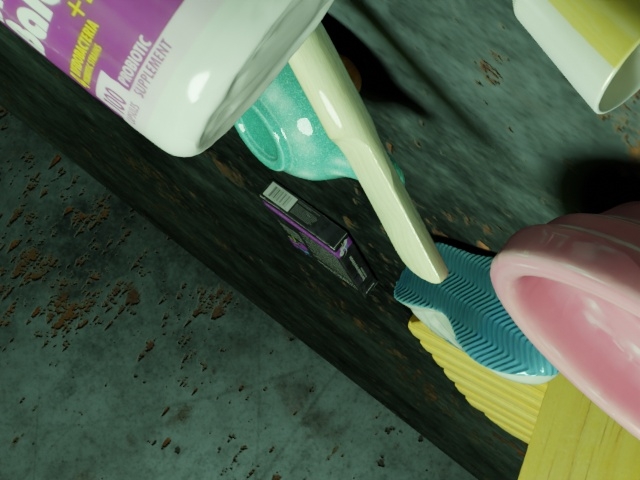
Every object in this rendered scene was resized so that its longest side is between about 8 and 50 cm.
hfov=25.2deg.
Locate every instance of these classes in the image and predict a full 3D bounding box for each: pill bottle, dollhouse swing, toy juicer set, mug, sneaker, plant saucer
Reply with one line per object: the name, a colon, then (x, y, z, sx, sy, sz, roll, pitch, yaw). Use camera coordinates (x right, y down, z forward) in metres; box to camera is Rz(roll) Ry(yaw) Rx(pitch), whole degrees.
pill bottle: (-0.137, -0.195, 0.749, 0.301, 0.169, 0.169, 38, 171, 1)
dollhouse swing: (0.210, 0.268, 1.376, 0.305, 0.315, 0.347, 10, 157, 30)
toy juicer set: (-0.021, -0.125, 0.975, 0.329, 0.089, 0.209, 34, 153, 47)
mug: (0.118, -0.102, 0.594, 0.064, 0.078, 0.062, 45, -154, 18)
sneaker: (0.153, 0.067, 1.217, 0.092, 0.087, 0.229, 35, -179, -27)
plant saucer: (0.256, 0.085, 0.853, 0.332, 0.084, 0.332, 38, 172, 6)

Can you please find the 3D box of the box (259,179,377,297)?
box: (0.000, 0.000, 1.653, 0.116, 0.029, 0.162, 36, 170, 24)
